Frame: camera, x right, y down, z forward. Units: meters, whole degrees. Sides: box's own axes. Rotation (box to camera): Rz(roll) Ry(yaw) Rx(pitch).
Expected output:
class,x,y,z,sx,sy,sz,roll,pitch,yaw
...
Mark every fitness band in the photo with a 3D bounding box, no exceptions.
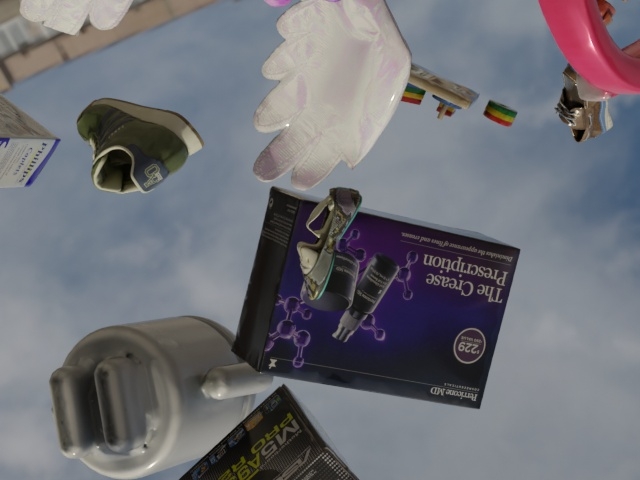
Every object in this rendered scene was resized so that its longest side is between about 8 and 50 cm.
class,x,y,z,sx,sy,sz,roll,pitch,yaw
fitness band,0.232,-0.219,0.916,0.054,0.209,0.291,2,-159,39

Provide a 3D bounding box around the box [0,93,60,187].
class,x,y,z,sx,sy,sz,roll,pitch,yaw
box,-0.385,-0.120,1.397,0.126,0.137,0.072,37,-76,13

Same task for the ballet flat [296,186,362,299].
class,x,y,z,sx,sy,sz,roll,pitch,yaw
ballet flat,0.000,0.000,1.171,0.041,0.041,0.114,41,-67,52

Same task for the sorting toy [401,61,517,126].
class,x,y,z,sx,sy,sz,roll,pitch,yaw
sorting toy,0.144,-0.215,1.787,0.274,0.046,0.132,26,-164,6

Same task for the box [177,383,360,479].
class,x,y,z,sx,sy,sz,roll,pitch,yaw
box,-0.098,0.294,1.351,0.270,0.060,0.216,-43,-163,-2

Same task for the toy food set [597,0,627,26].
class,x,y,z,sx,sy,sz,roll,pitch,yaw
toy food set,0.339,-0.323,1.487,0.071,0.128,0.218,5,-116,6

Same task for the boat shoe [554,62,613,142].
class,x,y,z,sx,sy,sz,roll,pitch,yaw
boat shoe,0.390,-0.199,1.875,0.066,0.183,0.066,-41,-127,2

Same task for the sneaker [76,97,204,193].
class,x,y,z,sx,sy,sz,roll,pitch,yaw
sneaker,-0.202,-0.088,1.236,0.192,0.064,0.086,12,-125,48

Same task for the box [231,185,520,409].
class,x,y,z,sx,sy,sz,roll,pitch,yaw
box,0.059,0.063,1.324,0.261,0.184,0.103,12,-173,-23

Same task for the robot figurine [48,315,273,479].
class,x,y,z,sx,sy,sz,roll,pitch,yaw
robot figurine,-0.216,0.206,1.697,0.300,0.200,0.353,-7,178,24

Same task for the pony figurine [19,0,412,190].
class,x,y,z,sx,sy,sz,roll,pitch,yaw
pony figurine,-0.023,-0.254,0.953,0.351,0.303,0.363,-44,-155,47
